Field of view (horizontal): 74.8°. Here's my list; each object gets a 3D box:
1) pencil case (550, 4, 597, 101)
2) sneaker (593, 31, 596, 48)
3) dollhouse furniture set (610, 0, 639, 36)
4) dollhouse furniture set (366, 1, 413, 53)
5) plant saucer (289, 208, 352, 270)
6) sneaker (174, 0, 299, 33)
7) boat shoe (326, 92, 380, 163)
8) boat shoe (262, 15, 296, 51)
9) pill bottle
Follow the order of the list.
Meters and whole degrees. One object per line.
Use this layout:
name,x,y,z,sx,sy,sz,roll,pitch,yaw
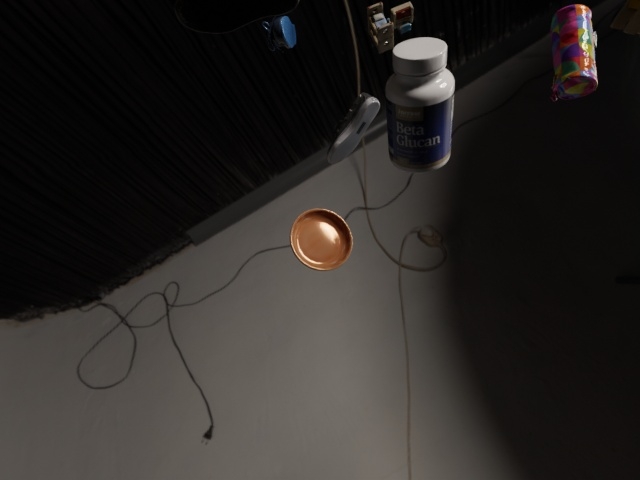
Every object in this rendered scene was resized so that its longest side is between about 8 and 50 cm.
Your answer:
pencil case,0.645,-0.481,1.076,0.105,0.104,0.236,1,74,24
sneaker,1.014,-0.778,1.585,0.038,0.098,0.069,-2,62,54
dollhouse furniture set,0.708,-0.408,0.730,0.201,0.152,0.374,17,35,5
dollhouse furniture set,0.297,-0.877,1.683,0.184,0.129,0.129,-20,68,3
plant saucer,0.000,0.000,1.295,0.200,0.037,0.199,5,73,-15
sneaker,-0.182,-0.541,0.939,0.270,0.090,0.145,-11,42,1
boat shoe,0.082,-0.338,1.251,0.076,0.080,0.228,51,120,29
boat shoe,-0.134,-0.661,1.361,0.089,0.109,0.258,-3,16,5
pill bottle,0.140,-0.189,0.596,0.094,0.169,0.094,-7,45,7
